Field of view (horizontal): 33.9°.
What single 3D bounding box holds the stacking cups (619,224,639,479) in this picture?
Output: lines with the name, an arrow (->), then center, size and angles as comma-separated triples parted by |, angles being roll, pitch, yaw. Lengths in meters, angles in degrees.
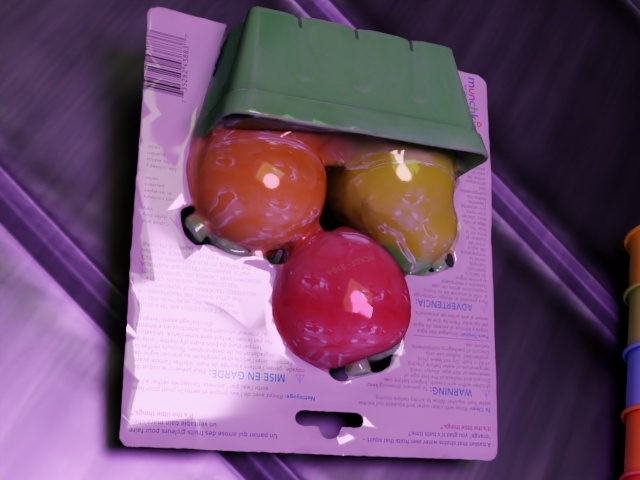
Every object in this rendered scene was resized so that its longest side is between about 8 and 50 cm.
stacking cups -> 0.329, 0.136, 0.979 | 0.096, 0.096, 0.316 | 20, 60, -17

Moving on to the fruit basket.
fruit basket -> 0.000, 0.000, 0.878 | 0.327, 0.165, 0.352 | 6, 81, -23
